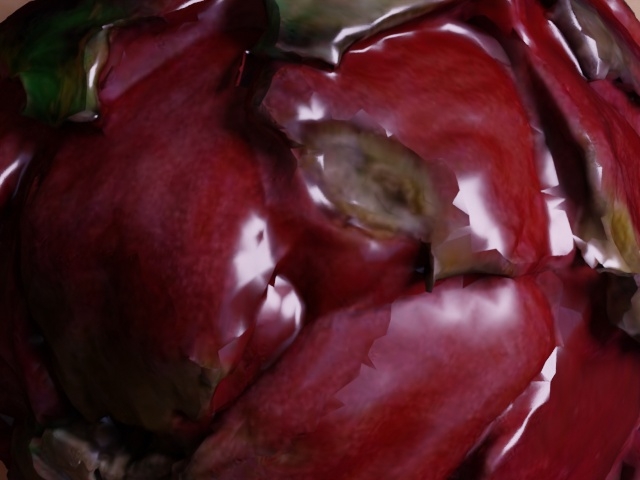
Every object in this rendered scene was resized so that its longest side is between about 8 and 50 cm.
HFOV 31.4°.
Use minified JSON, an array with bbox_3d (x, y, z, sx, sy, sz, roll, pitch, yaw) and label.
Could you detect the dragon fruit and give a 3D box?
[{"bbox_3d":[0.000,-0.002,0.473,0.329,0.329,0.329,-7,106,-25],"label":"dragon fruit"}]
